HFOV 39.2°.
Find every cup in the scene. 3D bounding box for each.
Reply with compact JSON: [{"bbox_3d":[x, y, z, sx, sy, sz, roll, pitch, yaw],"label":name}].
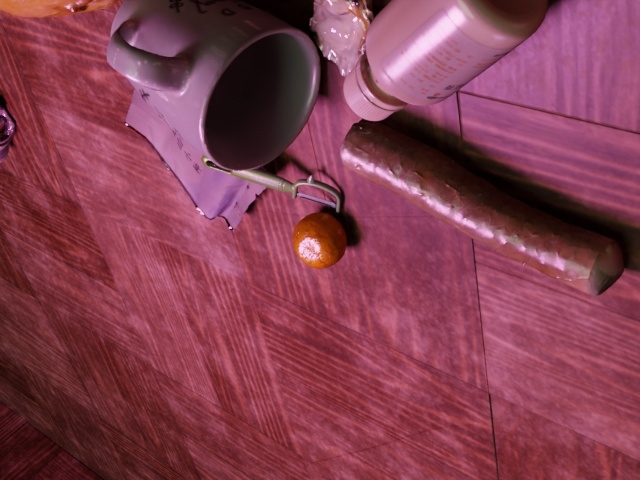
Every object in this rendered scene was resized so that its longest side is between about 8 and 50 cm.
[{"bbox_3d":[-0.166,-0.220,1.090,0.234,0.258,0.186,36,111,30],"label":"cup"}]

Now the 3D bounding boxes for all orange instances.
[{"bbox_3d":[0.000,0.000,1.287,0.083,0.070,0.083,20,129,27],"label":"orange"}]

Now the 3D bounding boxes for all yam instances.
[{"bbox_3d":[0.175,-0.043,1.023,0.356,0.081,0.081,29,144,26],"label":"yam"}]

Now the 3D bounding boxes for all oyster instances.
[{"bbox_3d":[0.023,-0.240,1.020,0.121,0.045,0.146,12,141,40],"label":"oyster"}]

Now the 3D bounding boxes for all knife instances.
[{"bbox_3d":[-0.070,-0.089,1.259,0.212,0.015,0.054,18,144,8],"label":"knife"}]

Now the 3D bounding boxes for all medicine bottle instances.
[{"bbox_3d":[0.107,-0.197,0.898,0.114,0.114,0.252,51,148,-4],"label":"medicine bottle"}]

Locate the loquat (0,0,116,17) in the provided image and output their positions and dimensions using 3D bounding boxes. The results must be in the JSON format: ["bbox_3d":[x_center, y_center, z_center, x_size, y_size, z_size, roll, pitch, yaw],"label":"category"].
[{"bbox_3d":[-0.325,-0.409,1.069,0.276,0.276,0.284,0,104,51],"label":"loquat"}]

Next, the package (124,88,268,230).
[{"bbox_3d":[-0.187,-0.143,1.364,0.251,0.062,0.204,44,149,0],"label":"package"}]

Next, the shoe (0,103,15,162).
[{"bbox_3d":[-0.674,-0.231,1.856,0.092,0.089,0.180,17,140,23],"label":"shoe"}]
